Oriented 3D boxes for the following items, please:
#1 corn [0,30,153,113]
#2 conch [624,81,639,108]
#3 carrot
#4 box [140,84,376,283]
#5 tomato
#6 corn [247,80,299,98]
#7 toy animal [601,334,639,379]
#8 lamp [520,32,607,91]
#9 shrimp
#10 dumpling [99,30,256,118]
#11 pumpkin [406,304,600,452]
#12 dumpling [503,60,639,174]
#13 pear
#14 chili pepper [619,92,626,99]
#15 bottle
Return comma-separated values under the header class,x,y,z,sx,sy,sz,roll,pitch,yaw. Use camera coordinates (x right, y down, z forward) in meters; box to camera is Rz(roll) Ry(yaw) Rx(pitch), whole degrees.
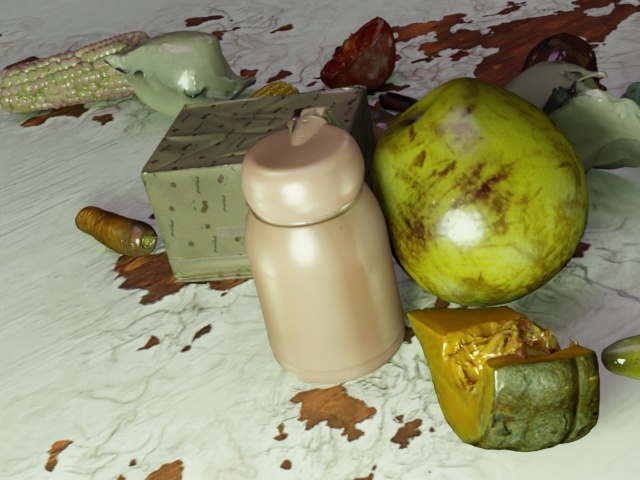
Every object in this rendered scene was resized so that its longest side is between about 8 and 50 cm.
class,x,y,z,sx,sy,sz,roll,pitch,yaw
corn,-0.472,-0.325,2.089,0.335,0.126,0.126,-13,32,7
conch,0.519,-0.157,1.479,0.172,0.200,0.131,-5,70,36
carrot,-0.316,-0.014,1.612,0.186,0.060,0.060,15,42,45
box,-0.070,-0.084,1.514,0.297,0.190,0.225,-3,32,13
tomato,0.081,-0.321,1.918,0.159,0.091,0.139,-41,24,6
corn,-0.117,-0.186,1.773,0.093,0.093,0.244,12,41,33
toy animal,0.449,0.108,1.086,0.363,0.180,0.181,-44,32,-6
lamp,0.381,-0.243,1.647,0.135,0.157,0.156,22,28,15
shrimp,0.111,-0.217,1.781,0.173,0.058,0.253,-25,37,-33
dumpling,-0.255,-0.327,1.953,0.175,0.243,0.227,-45,11,20
pumpkin,0.194,0.151,1.140,0.131,0.126,0.248,-12,15,-10
dumpling,0.328,-0.139,1.455,0.163,0.204,0.293,-40,17,-22
pear,0.190,-0.058,1.300,0.283,0.283,0.283,-9,33,6
chili pepper,0.478,-0.195,1.633,0.050,0.041,0.153,-42,10,42
bottle,0.000,0.000,1.261,0.173,0.297,0.206,-1,35,20
